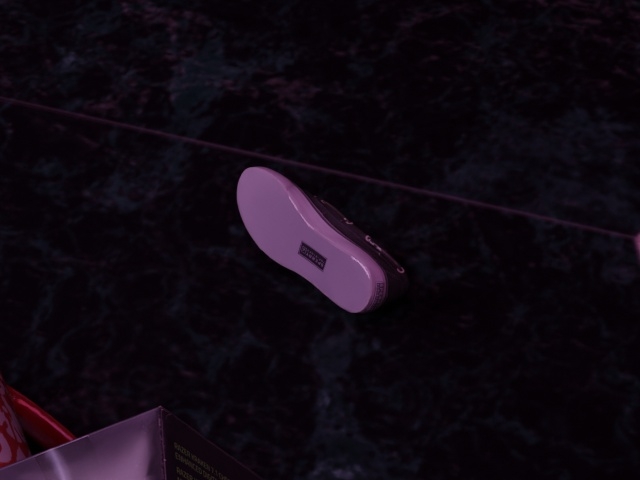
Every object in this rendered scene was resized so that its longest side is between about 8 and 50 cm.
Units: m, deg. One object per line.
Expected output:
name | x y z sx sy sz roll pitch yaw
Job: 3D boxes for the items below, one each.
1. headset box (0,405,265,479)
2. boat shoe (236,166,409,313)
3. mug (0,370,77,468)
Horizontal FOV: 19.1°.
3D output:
headset box | -0.133 0.241 0.873 0.246 0.131 0.283 -23 53 20
boat shoe | 0.000 0.000 1.210 0.040 0.049 0.142 -6 39 -44
mug | -0.208 0.131 1.094 0.113 0.150 0.169 -40 43 12
